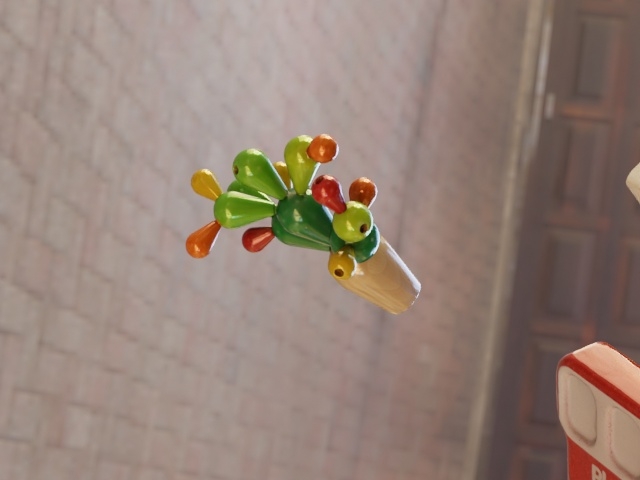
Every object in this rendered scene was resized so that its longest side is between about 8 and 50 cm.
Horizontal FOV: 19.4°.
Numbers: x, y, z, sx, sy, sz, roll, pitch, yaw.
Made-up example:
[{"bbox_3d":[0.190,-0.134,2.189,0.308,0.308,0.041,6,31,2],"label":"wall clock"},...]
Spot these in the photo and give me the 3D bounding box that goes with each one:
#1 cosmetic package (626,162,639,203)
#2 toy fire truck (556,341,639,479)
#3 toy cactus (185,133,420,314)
[{"bbox_3d":[0.433,-0.012,1.360,0.217,0.385,0.156,-46,122,-8],"label":"cosmetic package"},{"bbox_3d":[0.263,0.234,1.296,0.302,0.169,0.254,39,-38,54],"label":"toy fire truck"},{"bbox_3d":[0.000,0.000,1.412,0.219,0.180,0.112,-5,-130,58],"label":"toy cactus"}]
